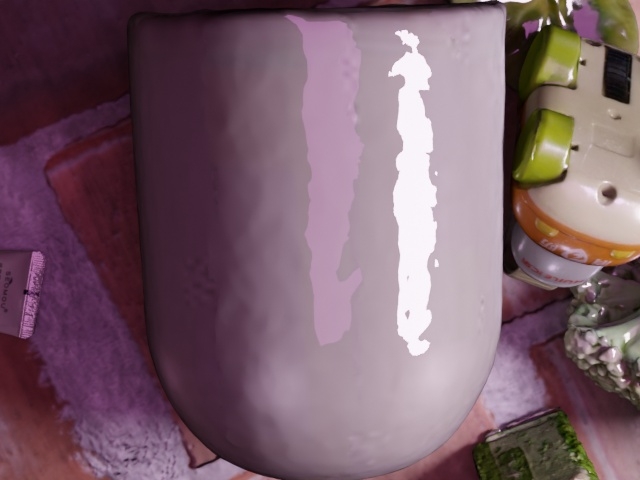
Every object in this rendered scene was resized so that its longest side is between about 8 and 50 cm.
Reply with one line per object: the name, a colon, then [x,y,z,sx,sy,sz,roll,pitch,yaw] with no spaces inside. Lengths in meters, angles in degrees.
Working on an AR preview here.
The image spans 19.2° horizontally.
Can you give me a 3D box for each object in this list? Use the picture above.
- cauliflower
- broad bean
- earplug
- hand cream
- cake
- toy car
cauliflower: [0.353,0.064,1.631,0.239,0.315,0.256,-37,72,-26]
broad bean: [0.197,-0.213,1.705,0.206,0.072,0.153,33,94,-20]
earplug: [0.000,0.000,1.574,0.312,0.312,0.394,-2,96,-6]
hand cream: [-0.364,0.033,1.675,0.234,0.050,0.080,8,94,-11]
cake: [0.205,0.245,1.659,0.100,0.235,0.099,-22,107,3]
toy car: [0.218,-0.045,1.641,0.145,0.235,0.235,19,93,-6]
